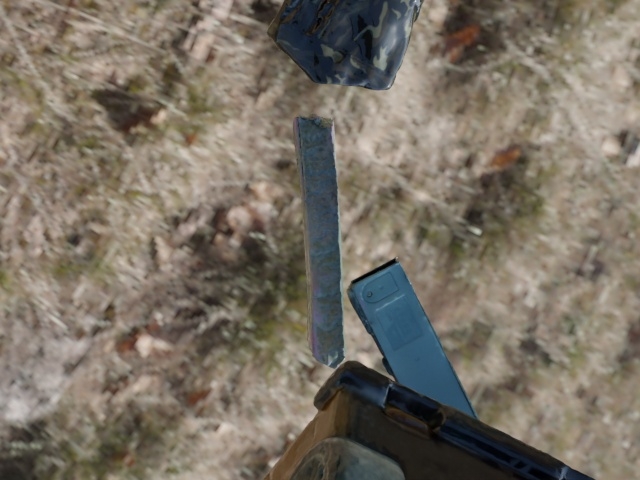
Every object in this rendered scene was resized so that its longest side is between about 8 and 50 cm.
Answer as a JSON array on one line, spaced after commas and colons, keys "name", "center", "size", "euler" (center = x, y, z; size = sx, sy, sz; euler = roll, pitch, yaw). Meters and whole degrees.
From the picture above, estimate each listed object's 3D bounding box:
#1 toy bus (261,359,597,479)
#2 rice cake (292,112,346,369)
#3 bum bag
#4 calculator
[{"name": "toy bus", "center": [0.014, 0.225, 0.509], "size": [0.162, 0.323, 0.194], "euler": [27, 128, -13]}, {"name": "rice cake", "center": [0.000, 0.000, 1.233], "size": [0.034, 0.043, 0.211], "euler": [-3, 86, 1]}, {"name": "bum bag", "center": [0.056, -0.223, 1.127], "size": [0.102, 0.069, 0.248], "euler": [30, 87, -6]}, {"name": "calculator", "center": [0.080, 0.101, 1.309], "size": [0.057, 0.018, 0.172], "euler": [-29, 99, -6]}]
